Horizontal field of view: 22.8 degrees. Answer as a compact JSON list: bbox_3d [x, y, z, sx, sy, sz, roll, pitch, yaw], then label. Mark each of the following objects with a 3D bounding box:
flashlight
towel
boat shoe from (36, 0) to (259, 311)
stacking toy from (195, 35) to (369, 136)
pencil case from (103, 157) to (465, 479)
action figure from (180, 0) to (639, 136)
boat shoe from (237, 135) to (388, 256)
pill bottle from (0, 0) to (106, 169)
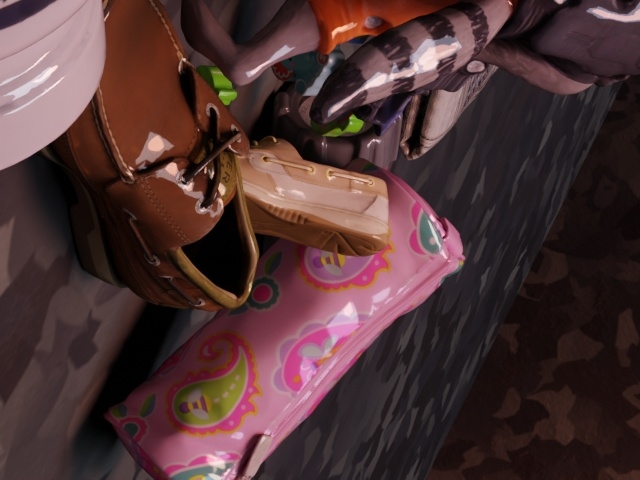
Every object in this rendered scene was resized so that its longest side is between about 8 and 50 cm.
[{"bbox_3d":[0.000,0.000,1.313,0.304,0.103,0.103,96,19,-46],"label":"flashlight"},{"bbox_3d":[0.186,-0.277,1.639,0.312,0.056,0.324,-47,155,-52],"label":"towel"},{"bbox_3d":[-0.088,-0.056,0.901,0.110,0.104,0.307,-61,164,-20],"label":"boat shoe"},{"bbox_3d":[0.010,-0.151,1.051,0.167,0.052,0.221,-2,140,-49],"label":"stacking toy"},{"bbox_3d":[-0.023,0.073,1.147,0.284,0.124,0.124,-47,163,-5],"label":"pencil case"},{"bbox_3d":[0.093,-0.124,0.930,0.330,0.178,0.341,-4,148,-32],"label":"action figure"},{"bbox_3d":[-0.032,-0.039,1.064,0.063,0.170,0.059,-36,-140,59],"label":"boat shoe"},{"bbox_3d":[-0.138,-0.146,0.494,0.153,0.153,0.264,-57,163,-33],"label":"pill bottle"}]
